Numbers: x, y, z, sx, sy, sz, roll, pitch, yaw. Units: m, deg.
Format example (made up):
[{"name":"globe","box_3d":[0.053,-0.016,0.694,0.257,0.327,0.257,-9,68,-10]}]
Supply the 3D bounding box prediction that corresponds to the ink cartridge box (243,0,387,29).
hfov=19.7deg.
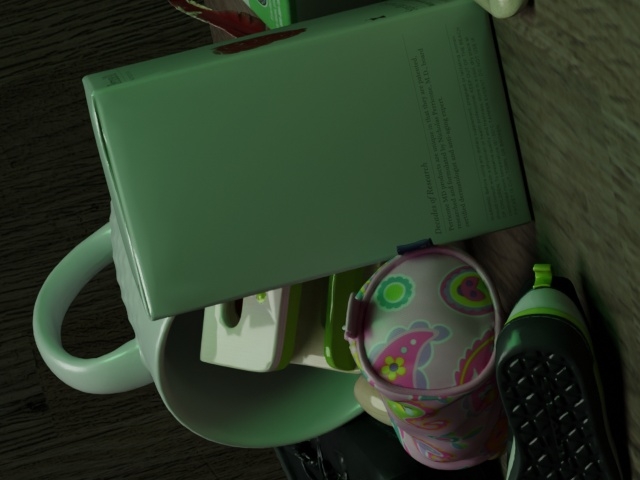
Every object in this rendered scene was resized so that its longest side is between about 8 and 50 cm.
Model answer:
[{"name":"ink cartridge box","box_3d":[-0.067,-0.339,1.615,0.289,0.121,0.211,47,160,30]}]

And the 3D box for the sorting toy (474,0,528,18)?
[{"name":"sorting toy","box_3d":[0.083,-0.257,1.262,0.208,0.038,0.193,-126,23,-72]}]

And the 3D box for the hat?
[{"name":"hat","box_3d":[-0.035,-0.156,1.841,0.208,0.183,0.173,-115,12,-58]}]

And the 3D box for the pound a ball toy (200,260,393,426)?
[{"name":"pound a ball toy","box_3d":[0.000,0.000,1.609,0.135,0.208,0.319,7,92,46]}]

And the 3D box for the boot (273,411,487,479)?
[{"name":"boot","box_3d":[0.100,0.300,1.962,0.367,0.146,0.445,55,167,-23]}]

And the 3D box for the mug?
[{"name":"mug","box_3d":[-0.118,0.022,1.856,0.276,0.374,0.328,62,180,-41]}]

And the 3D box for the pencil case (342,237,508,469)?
[{"name":"pencil case","box_3d":[0.091,0.094,1.412,0.284,0.124,0.124,60,-168,-70]}]

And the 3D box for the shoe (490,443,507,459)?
[{"name":"shoe","box_3d":[0.131,0.114,1.641,0.219,0.058,0.077,-119,37,-52]}]

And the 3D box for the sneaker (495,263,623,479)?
[{"name":"sneaker","box_3d":[0.171,0.118,1.287,0.097,0.084,0.235,-75,-18,-50]}]

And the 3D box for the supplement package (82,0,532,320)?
[{"name":"supplement package","box_3d":[-0.016,-0.071,1.393,0.177,0.293,0.175,-137,33,-77]}]
